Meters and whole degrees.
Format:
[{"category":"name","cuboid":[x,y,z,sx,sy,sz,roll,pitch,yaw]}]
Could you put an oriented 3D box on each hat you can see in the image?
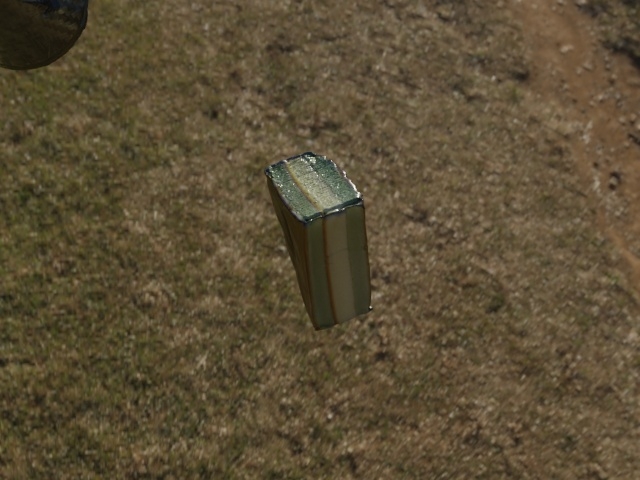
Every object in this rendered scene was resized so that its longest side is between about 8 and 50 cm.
[{"category":"hat","cuboid":[-0.265,-0.206,0.730,0.146,0.146,0.067,29,21,8]}]

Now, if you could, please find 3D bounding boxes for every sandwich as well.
[{"category":"sandwich","cuboid":[0.000,0.000,1.003,0.079,0.163,0.113,-20,42,-12]}]
